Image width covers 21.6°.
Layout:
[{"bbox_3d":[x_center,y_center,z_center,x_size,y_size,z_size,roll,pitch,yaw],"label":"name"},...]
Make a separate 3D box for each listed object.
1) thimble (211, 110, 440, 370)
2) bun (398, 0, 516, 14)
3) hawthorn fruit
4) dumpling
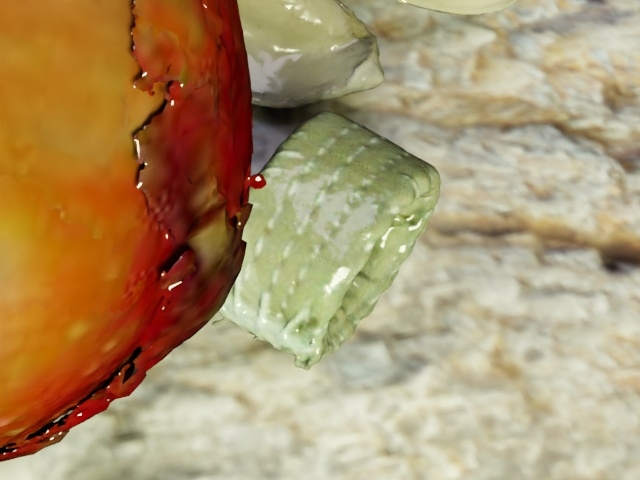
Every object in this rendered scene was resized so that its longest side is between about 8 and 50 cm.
[{"bbox_3d":[0.000,0.000,0.711,0.062,0.084,0.110,31,64,14],"label":"thimble"},{"bbox_3d":[0.062,-0.188,0.860,0.138,0.094,0.138,15,39,-13],"label":"bun"},{"bbox_3d":[-0.179,-0.054,0.587,0.316,0.316,0.316,7,50,-8],"label":"hawthorn fruit"},{"bbox_3d":[-0.100,-0.189,0.847,0.166,0.086,0.332,-15,52,-27],"label":"dumpling"}]
